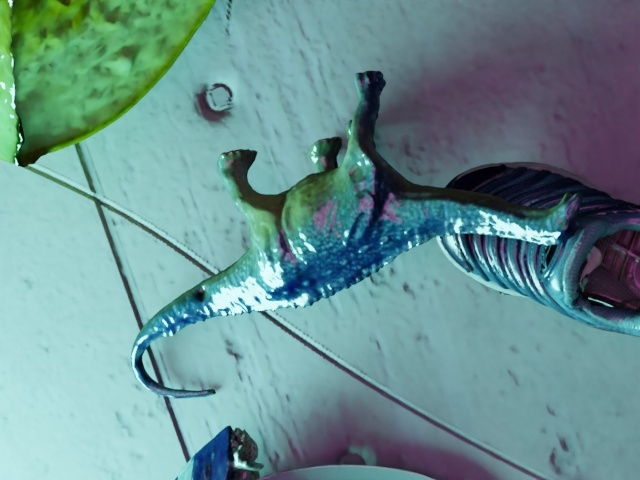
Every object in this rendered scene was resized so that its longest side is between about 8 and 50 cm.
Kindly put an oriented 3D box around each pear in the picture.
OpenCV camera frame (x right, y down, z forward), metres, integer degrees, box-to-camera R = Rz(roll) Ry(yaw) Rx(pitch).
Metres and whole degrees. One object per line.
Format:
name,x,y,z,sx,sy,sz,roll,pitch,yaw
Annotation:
pear,-0.216,-0.275,1.000,0.318,0.238,0.342,36,139,29

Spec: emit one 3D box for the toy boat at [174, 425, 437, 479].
toy boat,0.027,0.221,1.011,0.291,0.067,0.220,-11,86,12

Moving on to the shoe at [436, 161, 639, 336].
shoe,0.167,0.005,0.953,0.207,0.106,0.091,19,93,22

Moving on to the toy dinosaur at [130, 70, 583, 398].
toy dinosaur,0.001,-0.012,0.997,0.363,0.076,0.147,-23,66,30
